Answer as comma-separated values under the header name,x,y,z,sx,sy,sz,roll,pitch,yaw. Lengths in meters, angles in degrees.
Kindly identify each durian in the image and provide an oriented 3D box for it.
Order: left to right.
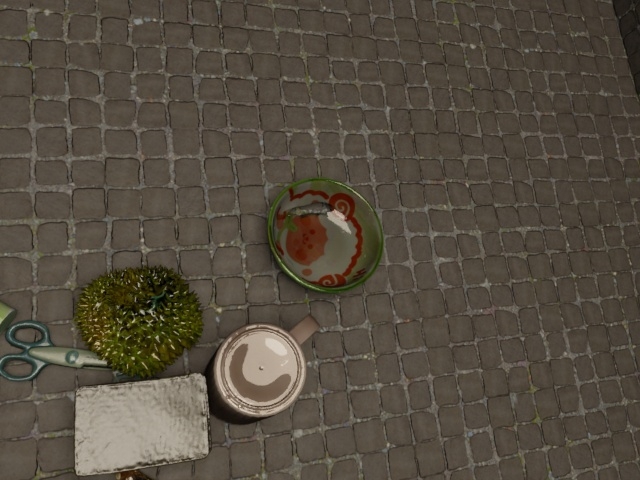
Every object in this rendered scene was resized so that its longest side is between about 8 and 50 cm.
name,x,y,z,sx,sy,sz,roll,pitch,yaw
durian,-0.400,0.177,1.234,0.291,0.224,0.291,17,55,-26

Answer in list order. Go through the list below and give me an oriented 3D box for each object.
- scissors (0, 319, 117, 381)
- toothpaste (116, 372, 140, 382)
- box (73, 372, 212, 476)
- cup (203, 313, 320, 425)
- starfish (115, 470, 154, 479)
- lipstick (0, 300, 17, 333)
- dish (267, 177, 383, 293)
name,x,y,z,sx,sy,sz,roll,pitch,yaw
scissors,-0.579,0.268,1.256,0.289,0.041,0.138,12,65,-14
toothpaste,-0.445,0.411,1.269,0.056,0.036,0.205,-1,73,-17
box,-0.388,0.401,1.195,0.273,0.143,0.184,-2,71,-22
cup,-0.128,0.306,1.273,0.288,0.273,0.208,-10,73,-19
starfish,-0.365,0.594,1.211,0.238,0.071,0.216,-14,70,-35
lipstick,-0.831,0.108,1.197,0.304,0.076,0.076,32,68,-8
dish,0.000,0.000,1.482,0.324,0.124,0.324,7,67,-17
